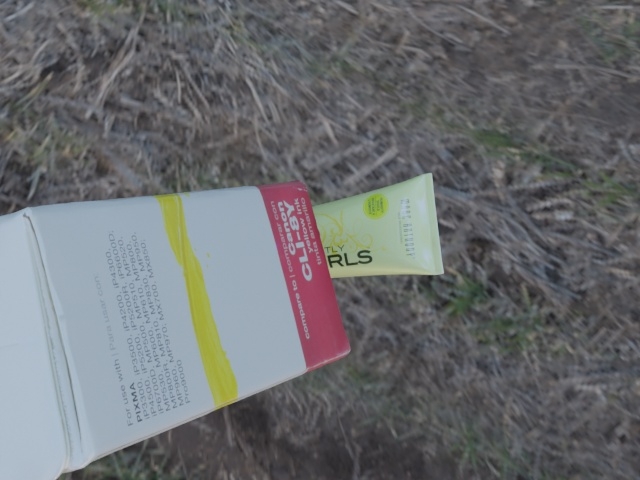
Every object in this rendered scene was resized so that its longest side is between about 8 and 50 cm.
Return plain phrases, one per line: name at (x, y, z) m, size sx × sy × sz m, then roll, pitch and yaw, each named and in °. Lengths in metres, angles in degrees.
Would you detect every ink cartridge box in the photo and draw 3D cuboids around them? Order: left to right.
ink cartridge box at (-0.189, 0.067, 0.934) m, size 0.279 × 0.384 × 0.160 m, roll -14°, pitch 89°, yaw 24°

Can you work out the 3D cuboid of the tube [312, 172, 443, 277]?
tube at (0.000, 0.000, 1.191) m, size 0.240 × 0.062 × 0.070 m, roll -9°, pitch 124°, yaw 27°
